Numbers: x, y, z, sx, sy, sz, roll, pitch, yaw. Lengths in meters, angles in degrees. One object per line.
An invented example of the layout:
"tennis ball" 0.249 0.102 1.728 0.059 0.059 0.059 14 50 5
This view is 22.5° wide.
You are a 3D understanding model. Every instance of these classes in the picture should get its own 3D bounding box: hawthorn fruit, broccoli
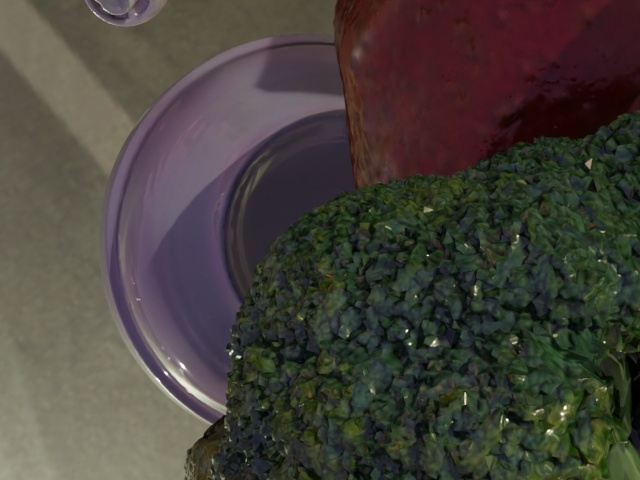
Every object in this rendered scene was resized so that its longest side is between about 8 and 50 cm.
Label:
"hawthorn fruit" 0.145 -0.099 0.762 0.254 0.254 0.300 49 143 1
"broccoli" 0.084 0.067 0.585 0.241 0.269 0.261 42 124 -16

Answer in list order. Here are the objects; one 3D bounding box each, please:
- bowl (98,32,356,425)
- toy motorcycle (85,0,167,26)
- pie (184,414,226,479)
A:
"bowl" 0.000 0.000 1.065 0.287 0.287 0.144 56 170 -6
"toy motorcycle" -0.218 -0.268 1.256 0.112 0.112 0.254 -15 123 42
"pie" 0.018 0.223 0.942 0.277 0.078 0.277 43 156 24
